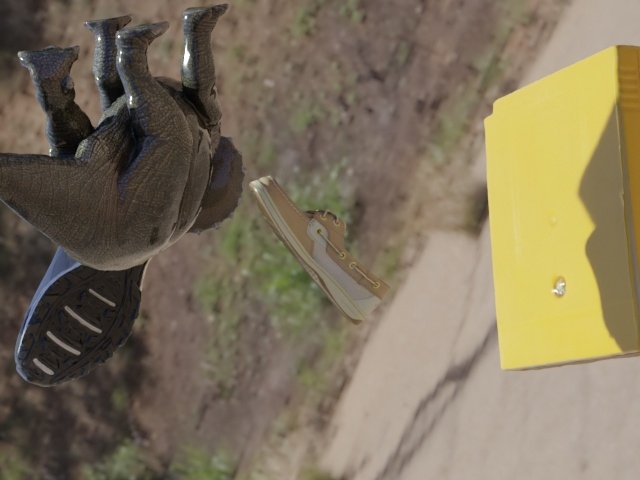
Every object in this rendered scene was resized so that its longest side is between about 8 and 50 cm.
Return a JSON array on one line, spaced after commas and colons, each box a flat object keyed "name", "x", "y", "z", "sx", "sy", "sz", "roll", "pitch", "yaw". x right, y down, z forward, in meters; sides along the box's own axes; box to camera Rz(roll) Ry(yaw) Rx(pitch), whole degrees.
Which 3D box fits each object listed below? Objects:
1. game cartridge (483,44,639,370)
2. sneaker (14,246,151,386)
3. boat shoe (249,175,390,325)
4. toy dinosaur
[{"name": "game cartridge", "x": 0.278, "y": -0.025, "z": 1.664, "sx": 0.285, "sy": 0.052, "sz": 0.324, "roll": 160, "pitch": 110, "yaw": -65}, {"name": "sneaker", "x": -0.237, "y": 0.036, "z": 1.567, "sx": 0.108, "sy": 0.100, "sz": 0.271, "roll": -14, "pitch": 43, "yaw": 53}, {"name": "boat shoe", "x": 0.000, "y": 0.000, "z": 1.106, "sx": 0.045, "sy": 0.135, "sz": 0.050, "roll": -40, "pitch": 20, "yaw": -4}, {"name": "toy dinosaur", "x": -0.110, "y": -0.050, "z": 0.899, "sx": 0.313, "sy": 0.121, "sz": 0.160, "roll": -61, "pitch": -37, "yaw": -70}]
